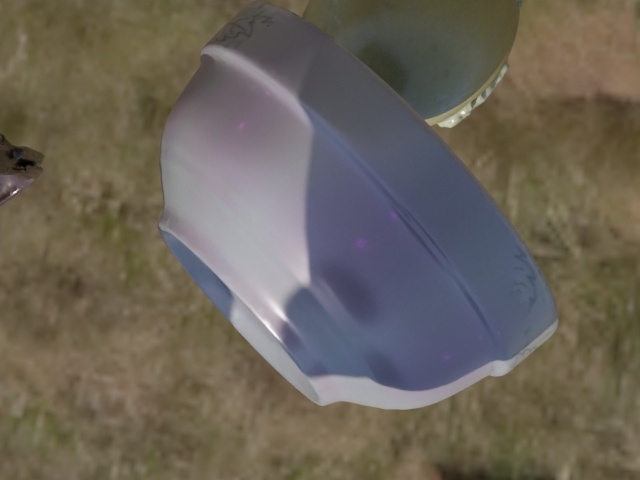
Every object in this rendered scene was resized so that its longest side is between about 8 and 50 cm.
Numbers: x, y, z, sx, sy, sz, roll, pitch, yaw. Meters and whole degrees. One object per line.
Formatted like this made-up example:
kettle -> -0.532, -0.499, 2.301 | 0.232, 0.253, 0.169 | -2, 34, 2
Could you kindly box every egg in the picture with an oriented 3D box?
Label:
egg -> 0.069, -0.169, 1.410 | 0.164, 0.201, 0.164 | 18, 137, 17

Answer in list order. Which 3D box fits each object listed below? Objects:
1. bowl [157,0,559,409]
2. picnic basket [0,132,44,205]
bowl -> 0.000, 0.000, 1.183 | 0.287, 0.144, 0.287 | 47, 172, 9
picnic basket -> -0.339, -0.046, 1.340 | 0.222, 0.129, 0.297 | -34, 178, 7
